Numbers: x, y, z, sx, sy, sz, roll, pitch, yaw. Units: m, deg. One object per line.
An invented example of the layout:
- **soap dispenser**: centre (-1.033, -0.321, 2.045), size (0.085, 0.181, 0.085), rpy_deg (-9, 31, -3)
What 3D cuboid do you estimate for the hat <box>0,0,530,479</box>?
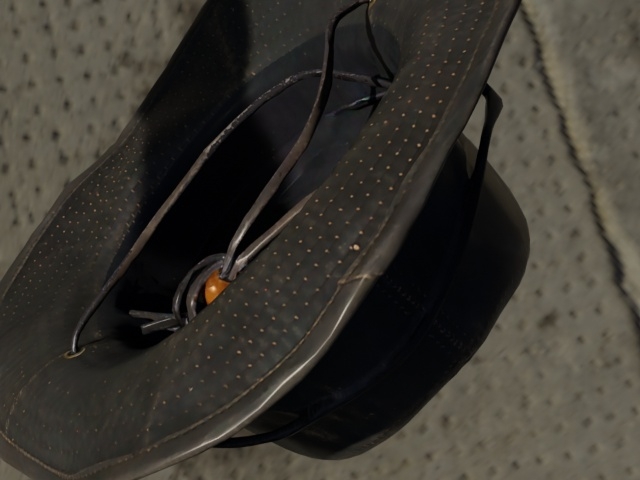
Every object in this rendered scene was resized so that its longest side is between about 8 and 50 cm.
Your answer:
- **hat**: centre (0.000, 0.000, 0.725), size (0.134, 0.331, 0.331), rpy_deg (38, 62, -25)
